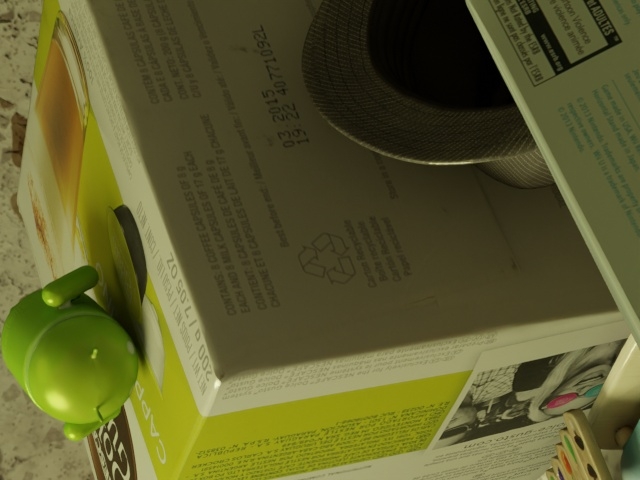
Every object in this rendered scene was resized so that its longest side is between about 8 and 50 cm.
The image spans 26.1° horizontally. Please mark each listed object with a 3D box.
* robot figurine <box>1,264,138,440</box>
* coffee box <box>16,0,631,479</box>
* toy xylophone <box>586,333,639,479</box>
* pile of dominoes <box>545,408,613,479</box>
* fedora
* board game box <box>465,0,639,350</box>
[{"bbox_3d":[-0.150,0.068,0.819,0.115,0.067,0.101,29,127,59],"label":"robot figurine"},{"bbox_3d":[0.000,0.000,0.963,0.334,0.338,0.337,116,139,-54],"label":"coffee box"},{"bbox_3d":[0.260,0.206,0.769,0.322,0.081,0.236,-124,34,-45],"label":"toy xylophone"},{"bbox_3d":[0.180,0.233,0.892,0.251,0.040,0.196,83,164,-64],"label":"pile of dominoes"},{"bbox_3d":[0.135,-0.125,0.776,0.244,0.275,0.124,23,163,43],"label":"fedora"},{"bbox_3d":[0.230,-0.064,0.469,0.097,0.303,0.224,47,-160,-61],"label":"board game box"}]
